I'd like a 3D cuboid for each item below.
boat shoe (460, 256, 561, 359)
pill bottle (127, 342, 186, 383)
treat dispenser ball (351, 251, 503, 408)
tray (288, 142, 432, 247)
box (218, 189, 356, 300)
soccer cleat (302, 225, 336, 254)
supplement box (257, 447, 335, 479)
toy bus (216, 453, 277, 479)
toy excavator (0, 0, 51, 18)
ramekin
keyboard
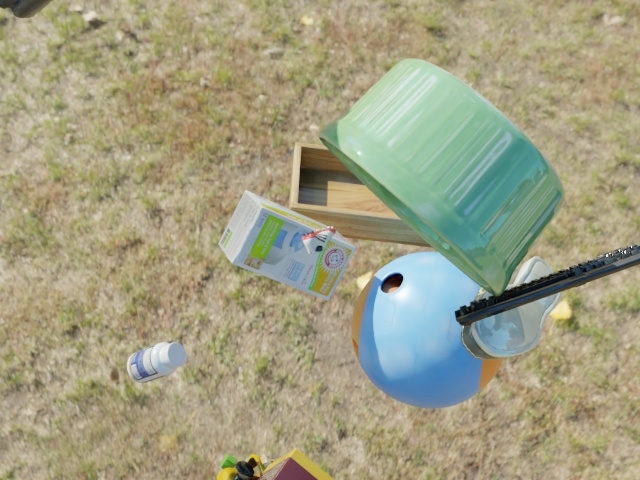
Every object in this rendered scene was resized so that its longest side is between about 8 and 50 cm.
[{"bbox_3d":[0.290,0.116,1.197,0.109,0.091,0.305,57,37,3],"label":"boat shoe"},{"bbox_3d":[-0.328,0.244,1.533,0.067,0.120,0.067,30,49,-41],"label":"pill bottle"},{"bbox_3d":[0.201,0.165,1.411,0.288,0.288,0.288,4,53,-5],"label":"treat dispenser ball"},{"bbox_3d":[0.144,-0.086,1.535,0.410,0.076,0.203,6,44,-4],"label":"tray"},{"bbox_3d":[-0.057,0.010,1.341,0.203,0.114,0.103,24,10,-28],"label":"box"},{"bbox_3d":[0.000,0.000,1.175,0.083,0.029,0.036,-18,92,-59],"label":"soccer cleat"},{"bbox_3d":[-0.076,0.499,1.340,0.129,0.191,0.194,40,58,1],"label":"supplement box"},{"bbox_3d":[-0.135,0.517,1.647,0.191,0.202,0.104,34,100,11],"label":"toy bus"},{"bbox_3d":[-0.406,-0.519,0.762,0.222,0.445,0.433,-28,64,21],"label":"toy excavator"},{"bbox_3d":[0.156,-0.085,0.951,0.303,0.303,0.148,43,93,22],"label":"ramekin"},{"bbox_3d":[0.334,0.051,1.030,0.317,0.201,0.033,-20,82,8],"label":"keyboard"}]
